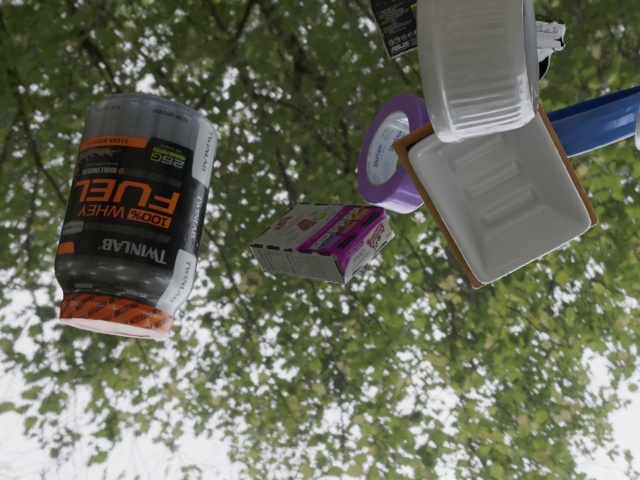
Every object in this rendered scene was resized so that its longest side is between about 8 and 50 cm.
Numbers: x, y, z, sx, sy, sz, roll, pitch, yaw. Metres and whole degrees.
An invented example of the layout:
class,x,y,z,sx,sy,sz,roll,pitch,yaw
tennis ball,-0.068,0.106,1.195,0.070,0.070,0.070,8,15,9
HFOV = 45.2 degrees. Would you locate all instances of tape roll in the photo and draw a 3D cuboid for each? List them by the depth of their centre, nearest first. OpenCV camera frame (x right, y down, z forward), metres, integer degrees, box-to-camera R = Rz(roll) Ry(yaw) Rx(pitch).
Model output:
class,x,y,z,sx,sy,sz,roll,pitch,yaw
tape roll,0.195,-0.207,1.837,0.275,0.090,0.275,-45,-143,48

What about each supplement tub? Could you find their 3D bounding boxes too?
class,x,y,z,sx,sy,sz,roll,pitch,yaw
supplement tub,-0.280,-0.032,1.167,0.207,0.207,0.338,-5,-109,36

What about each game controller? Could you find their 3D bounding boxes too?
class,x,y,z,sx,sy,sz,roll,pitch,yaw
game controller,0.384,-0.367,1.523,0.067,0.319,0.166,48,-55,22

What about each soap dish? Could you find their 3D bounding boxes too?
class,x,y,z,sx,sy,sz,roll,pitch,yaw
soap dish,0.280,-0.098,1.242,0.228,0.291,0.118,-30,-162,9

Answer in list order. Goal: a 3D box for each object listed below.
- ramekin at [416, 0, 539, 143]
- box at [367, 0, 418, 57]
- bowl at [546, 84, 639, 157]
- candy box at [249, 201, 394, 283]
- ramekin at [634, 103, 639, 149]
class,x,y,z,sx,sy,sz,roll,pitch,yaw
ramekin,0.187,-0.218,0.883,0.108,0.207,0.207,-3,-121,22
box,0.194,-0.488,1.552,0.190,0.184,0.045,-22,-175,6
bowl,0.499,-0.224,1.581,0.391,0.391,0.077,-15,-83,30
candy box,0.000,0.000,1.465,0.233,0.071,0.159,7,-141,45
ramekin,0.588,-0.253,1.157,0.135,0.277,0.277,22,-105,28
